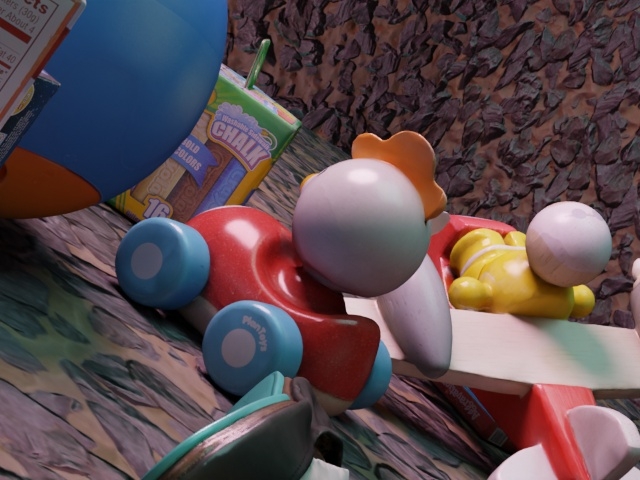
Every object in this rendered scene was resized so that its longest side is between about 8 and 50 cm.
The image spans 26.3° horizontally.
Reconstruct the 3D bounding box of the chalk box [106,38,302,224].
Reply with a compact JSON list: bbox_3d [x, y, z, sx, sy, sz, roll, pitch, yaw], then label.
[{"bbox_3d":[-0.103,-0.103,1.350,0.132,0.213,0.132,37,8,-2],"label":"chalk box"}]

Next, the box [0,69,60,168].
[{"bbox_3d":[-0.275,-0.092,0.761,0.233,0.159,0.044,39,9,20],"label":"box"}]

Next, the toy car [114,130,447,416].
[{"bbox_3d":[0.000,0.000,1.126,0.210,0.238,0.219,41,9,27],"label":"toy car"}]

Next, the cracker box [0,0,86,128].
[{"bbox_3d":[-0.190,-0.033,0.530,0.067,0.232,0.156,33,9,-27],"label":"cracker box"}]

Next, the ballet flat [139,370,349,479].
[{"bbox_3d":[-0.026,0.135,0.799,0.096,0.095,0.280,50,9,4],"label":"ballet flat"}]

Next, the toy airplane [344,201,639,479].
[{"bbox_3d":[0.221,0.096,1.387,0.384,0.272,0.386,28,24,15],"label":"toy airplane"}]

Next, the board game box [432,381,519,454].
[{"bbox_3d":[0.174,0.172,1.642,0.145,0.027,0.281,32,10,-36],"label":"board game box"}]

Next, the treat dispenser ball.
[{"bbox_3d":[-0.209,-0.158,0.955,0.288,0.288,0.288,36,8,-6],"label":"treat dispenser ball"}]
